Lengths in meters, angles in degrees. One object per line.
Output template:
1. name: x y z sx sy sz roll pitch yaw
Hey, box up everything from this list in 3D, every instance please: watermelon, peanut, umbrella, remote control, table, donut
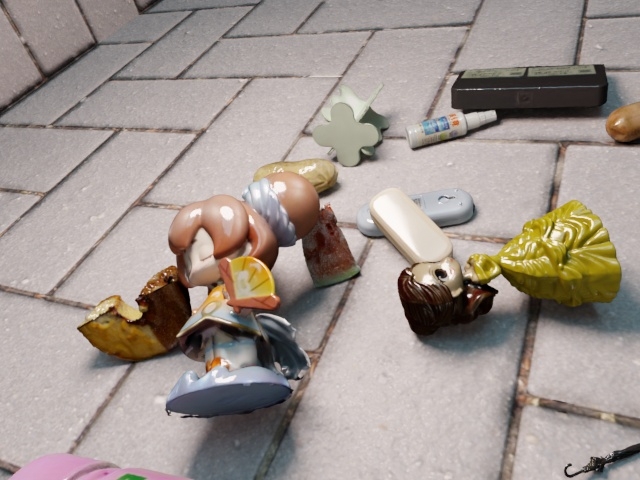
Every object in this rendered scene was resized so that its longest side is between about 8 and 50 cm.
1. watermelon: 0.012 0.022 1.052 0.098 0.158 0.121 -29 70 -15
2. peanut: 0.684 -0.261 1.184 0.152 0.076 0.076 -21 41 -13
3. umbrella: 0.385 0.284 0.717 0.149 0.022 0.022 -12 3 -8
4. remote control: 0.195 -0.061 1.139 0.244 0.047 0.087 -9 39 7
5. peanut: -0.063 -0.148 1.287 0.214 0.099 0.099 5 45 20
6. table: 0.089 -0.305 1.373 0.167 0.166 0.198 3 37 21
7. donut: -0.324 0.138 1.021 0.217 0.141 0.085 -23 25 10

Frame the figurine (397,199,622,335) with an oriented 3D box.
1. figurine: 0.280 0.052 0.891 0.315 0.168 0.187 -13 50 1

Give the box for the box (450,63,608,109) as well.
1. box: 0.511 -0.381 1.358 0.350 0.058 0.211 4 31 23

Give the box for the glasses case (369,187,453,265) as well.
1. glasses case: 0.173 -0.020 1.060 0.083 0.050 0.196 -33 60 -8

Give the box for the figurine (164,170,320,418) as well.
1. figurine: -0.131 0.076 0.912 0.277 0.248 0.388 -35 53 36

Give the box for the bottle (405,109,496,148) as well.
1. bottle: 0.317 -0.276 1.332 0.217 0.060 0.060 -13 41 2

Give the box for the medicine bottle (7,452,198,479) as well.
1. medicine bottle: -0.218 0.385 0.651 0.326 0.212 0.212 3 44 20
